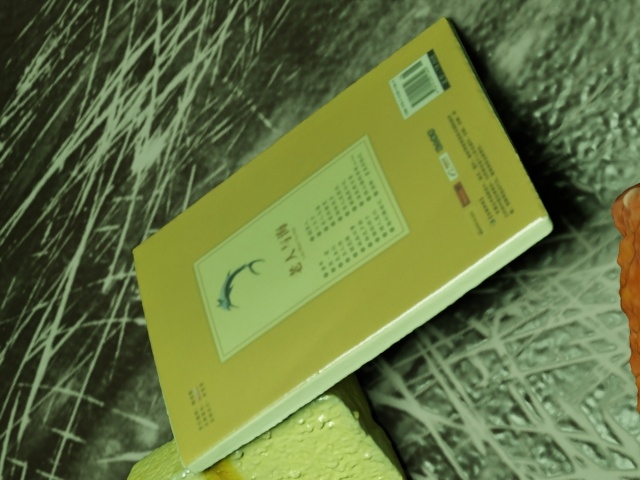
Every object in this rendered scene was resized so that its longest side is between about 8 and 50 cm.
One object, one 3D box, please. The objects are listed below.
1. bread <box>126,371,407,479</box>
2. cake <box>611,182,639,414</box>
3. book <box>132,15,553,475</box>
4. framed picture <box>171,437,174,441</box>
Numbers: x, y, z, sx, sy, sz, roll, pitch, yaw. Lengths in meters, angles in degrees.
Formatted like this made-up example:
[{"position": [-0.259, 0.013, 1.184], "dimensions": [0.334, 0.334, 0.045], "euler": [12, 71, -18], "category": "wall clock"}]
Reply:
[{"position": [-0.066, 0.214, 1.265], "dimensions": [0.266, 0.142, 0.178], "euler": [-35, 51, 13], "category": "bread"}, {"position": [0.381, 0.048, 0.846], "dimensions": [0.269, 0.319, 0.270], "euler": [166, 94, -68], "category": "cake"}, {"position": [0.000, 0.000, 1.219], "dimensions": [0.389, 0.032, 0.269], "euler": [-35, 47, 19], "category": "book"}, {"position": [-0.152, 0.368, 1.336], "dimensions": [0.213, 0.016, 0.289], "euler": [39, 96, 28], "category": "framed picture"}]
